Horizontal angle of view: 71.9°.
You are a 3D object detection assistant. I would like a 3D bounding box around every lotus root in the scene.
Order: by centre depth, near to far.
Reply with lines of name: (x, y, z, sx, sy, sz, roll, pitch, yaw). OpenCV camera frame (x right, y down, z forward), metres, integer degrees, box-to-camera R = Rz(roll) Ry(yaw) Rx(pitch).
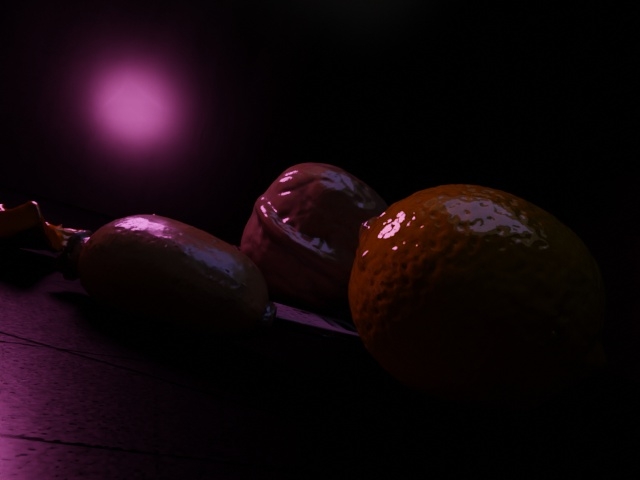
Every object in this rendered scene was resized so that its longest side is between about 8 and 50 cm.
lotus root: (-0.190, 0.040, 0.556, 0.304, 0.130, 0.146, 16, -3, 15)

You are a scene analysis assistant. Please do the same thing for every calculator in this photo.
calculator: (-0.033, 0.157, 0.876, 0.262, 0.021, 0.161, 17, -2, -21)

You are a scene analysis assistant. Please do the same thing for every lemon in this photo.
lemon: (0.207, 0.080, 0.623, 0.337, 0.335, 0.336, 17, -2, 1)

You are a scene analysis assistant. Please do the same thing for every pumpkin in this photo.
pumpkin: (-0.512, -0.034, 0.692, 0.259, 0.095, 0.290, 16, -3, -10)

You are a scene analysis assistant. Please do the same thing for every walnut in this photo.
walnut: (0.000, 0.000, 1.082, 0.382, 0.380, 0.381, 17, -2, 1)

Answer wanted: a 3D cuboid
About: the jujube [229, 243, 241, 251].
jujube: (-0.243, 0.059, 1.203, 0.176, 0.109, 0.112, 15, -35, -22)
